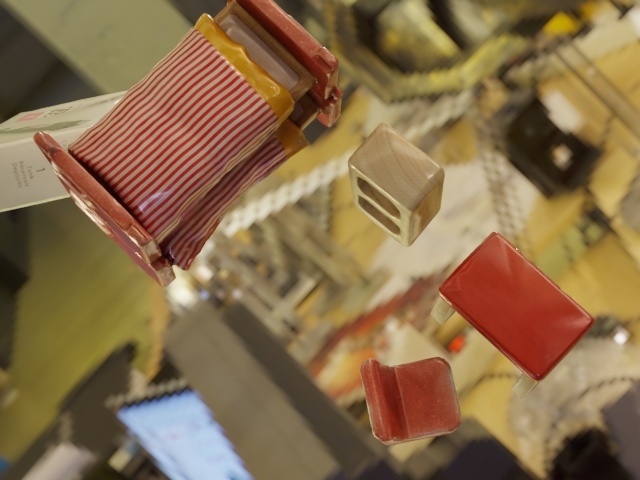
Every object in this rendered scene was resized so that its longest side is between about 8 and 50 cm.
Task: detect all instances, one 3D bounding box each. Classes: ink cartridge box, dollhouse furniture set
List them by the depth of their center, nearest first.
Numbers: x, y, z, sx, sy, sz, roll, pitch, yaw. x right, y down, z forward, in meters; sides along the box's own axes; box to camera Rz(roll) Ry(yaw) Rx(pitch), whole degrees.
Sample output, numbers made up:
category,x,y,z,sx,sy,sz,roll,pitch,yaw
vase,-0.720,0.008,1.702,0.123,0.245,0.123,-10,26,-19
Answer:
category,x,y,z,sx,sy,sz,roll,pitch,yaw
dollhouse furniture set,0.000,0.000,1.408,0.201,0.374,0.152,-46,-11,-8
ink cartridge box,-0.176,-0.092,1.703,0.238,0.060,0.275,-12,10,7
